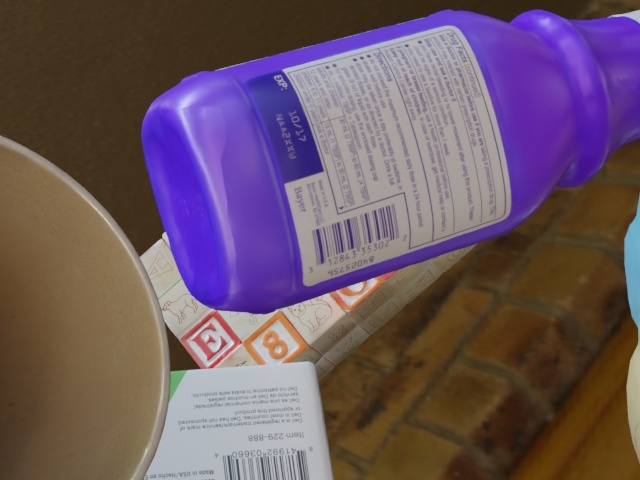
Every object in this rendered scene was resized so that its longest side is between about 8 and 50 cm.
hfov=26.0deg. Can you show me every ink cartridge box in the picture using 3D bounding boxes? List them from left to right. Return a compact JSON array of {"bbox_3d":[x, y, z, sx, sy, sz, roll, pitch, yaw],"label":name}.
[{"bbox_3d":[-0.092,0.248,1.016,0.211,0.121,0.289,-2,-122,-10],"label":"ink cartridge box"}]

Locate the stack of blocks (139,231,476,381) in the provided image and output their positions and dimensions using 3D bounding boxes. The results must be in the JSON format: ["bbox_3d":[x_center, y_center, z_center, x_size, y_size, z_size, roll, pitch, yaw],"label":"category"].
[{"bbox_3d":[0.000,0.000,1.222,0.297,0.171,0.087,-40,-23,2],"label":"stack of blocks"}]

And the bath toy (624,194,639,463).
[{"bbox_3d":[0.251,0.021,0.314,0.348,0.129,0.151,-3,-42,-12],"label":"bath toy"}]

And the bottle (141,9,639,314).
[{"bbox_3d":[0.058,-0.054,0.689,0.283,0.092,0.118,-19,-84,-24],"label":"bottle"}]

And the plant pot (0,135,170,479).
[{"bbox_3d":[-0.264,0.102,0.821,0.257,0.274,0.256,16,-121,-28],"label":"plant pot"}]
